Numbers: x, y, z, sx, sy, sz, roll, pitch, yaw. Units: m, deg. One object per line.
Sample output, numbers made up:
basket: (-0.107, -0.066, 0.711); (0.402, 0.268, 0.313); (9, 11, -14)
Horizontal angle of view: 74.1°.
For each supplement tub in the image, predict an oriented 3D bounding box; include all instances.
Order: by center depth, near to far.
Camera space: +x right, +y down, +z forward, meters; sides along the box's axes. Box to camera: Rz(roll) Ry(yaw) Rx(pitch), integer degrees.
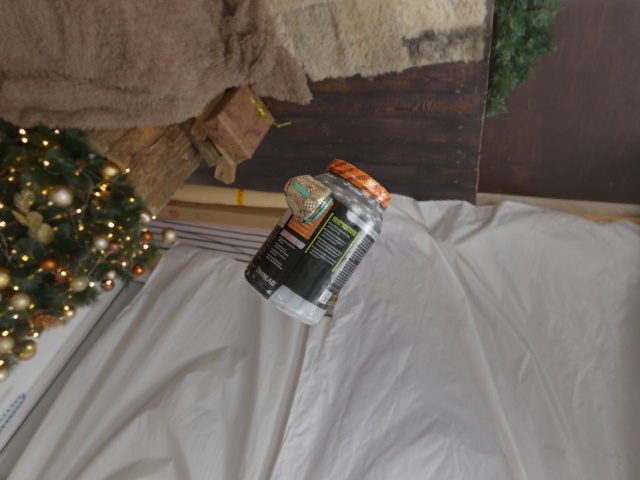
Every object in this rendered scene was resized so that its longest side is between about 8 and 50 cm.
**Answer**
supplement tub: (0.000, 0.000, 0.960); (0.207, 0.338, 0.207); (36, 179, 0)

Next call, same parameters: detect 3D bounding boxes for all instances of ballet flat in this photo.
ballet flat: (-0.022, -0.066, 0.642); (0.067, 0.073, 0.206); (41, 175, -3)
